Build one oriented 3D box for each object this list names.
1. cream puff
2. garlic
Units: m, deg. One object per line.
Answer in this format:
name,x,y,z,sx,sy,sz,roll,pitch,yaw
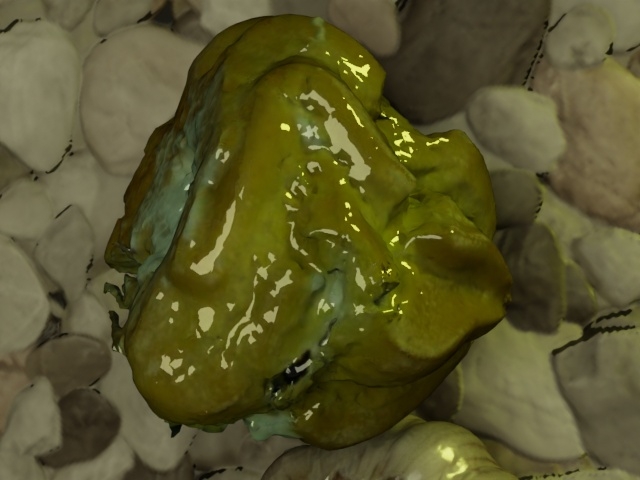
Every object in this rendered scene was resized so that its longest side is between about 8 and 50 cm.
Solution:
cream puff,0.002,-0.005,0.772,0.195,0.221,0.194,-5,121,-8
garlic,0.035,0.156,0.787,0.159,0.102,0.147,-12,66,28
